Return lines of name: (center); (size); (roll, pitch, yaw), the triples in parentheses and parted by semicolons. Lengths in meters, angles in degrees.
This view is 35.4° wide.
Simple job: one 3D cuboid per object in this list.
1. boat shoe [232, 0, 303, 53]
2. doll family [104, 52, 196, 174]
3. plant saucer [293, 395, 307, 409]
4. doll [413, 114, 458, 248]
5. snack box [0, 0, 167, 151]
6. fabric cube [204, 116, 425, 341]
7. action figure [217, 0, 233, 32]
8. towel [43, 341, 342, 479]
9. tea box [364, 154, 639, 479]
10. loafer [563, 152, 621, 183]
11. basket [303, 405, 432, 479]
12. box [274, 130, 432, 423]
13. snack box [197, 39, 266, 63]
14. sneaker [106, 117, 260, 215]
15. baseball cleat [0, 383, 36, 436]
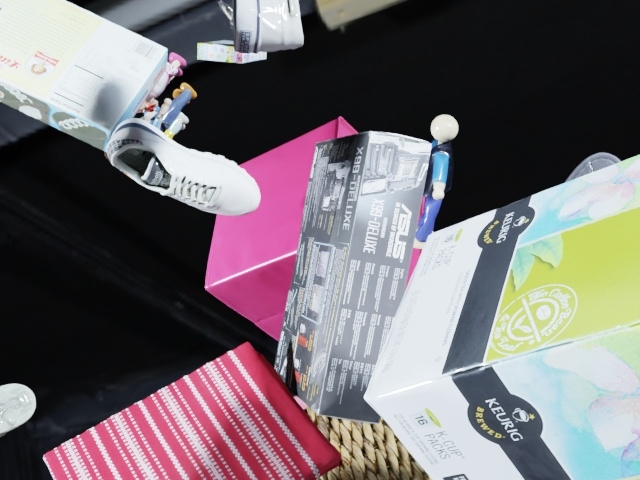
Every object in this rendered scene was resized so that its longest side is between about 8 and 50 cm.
boat shoe: (-0.055, -0.330, 1.145); (0.088, 0.268, 0.096); (2, -31, -7)
doll family: (-0.288, -0.194, 1.750); (0.118, 0.163, 0.263); (37, -33, -2)
plant saucer: (0.054, 0.345, 1.601); (0.332, 0.084, 0.332); (28, -24, 14)
doll: (0.159, -0.082, 1.387); (0.046, 0.129, 0.189); (12, -65, 3)
snack box: (-0.416, -0.278, 1.508); (0.321, 0.187, 0.060); (26, -33, 1)
fabric cube: (0.000, 0.000, 1.670); (0.258, 0.254, 0.259); (-22, -45, 32)
action figure: (-0.218, -0.515, 1.907); (0.164, 0.141, 0.275); (-43, -68, 5)
towel: (-0.137, 0.238, 1.089); (0.274, 0.199, 0.031); (-27, -40, -20)
tea box: (0.274, 0.127, 0.787); (0.323, 0.220, 0.329); (-24, -65, 35)
loafer: (0.376, -0.015, 1.630); (0.302, 0.109, 0.095); (-45, -8, 6)
basket: (0.057, 0.336, 1.209); (0.222, 0.299, 0.214); (-19, -66, -3)
box: (0.029, 0.033, 1.160); (0.076, 0.308, 0.242); (11, -1, -14)
snack box: (-0.182, -0.392, 2.076); (0.100, 0.037, 0.141); (7, 15, 16)
sneaker: (-0.196, -0.087, 1.432); (0.235, 0.095, 0.090); (23, -71, -15)
baseball cleat: (-0.431, 0.227, 1.157); (0.205, 0.072, 0.109); (-11, -20, -40)
